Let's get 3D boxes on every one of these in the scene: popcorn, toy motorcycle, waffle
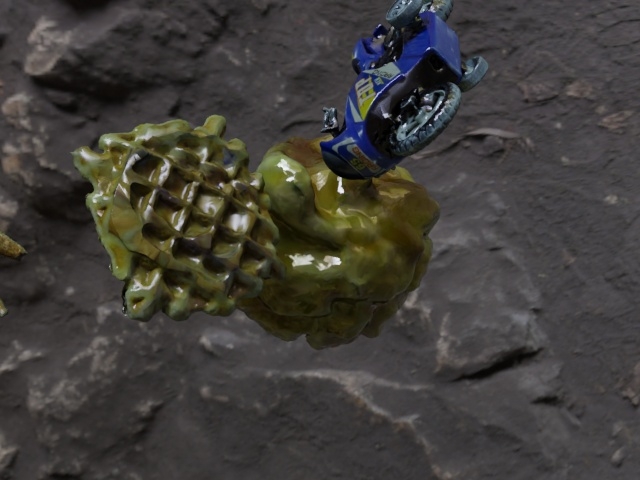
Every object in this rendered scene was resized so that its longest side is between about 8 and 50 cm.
[{"bbox_3d":[-0.006,0.003,1.199,0.274,0.336,0.278,-13,99,54],"label":"popcorn"},{"bbox_3d":[0.075,-0.158,0.947,0.113,0.315,0.169,39,121,-21],"label":"toy motorcycle"},{"bbox_3d":[-0.133,-0.026,0.960,0.054,0.204,0.223,-31,78,51],"label":"waffle"}]

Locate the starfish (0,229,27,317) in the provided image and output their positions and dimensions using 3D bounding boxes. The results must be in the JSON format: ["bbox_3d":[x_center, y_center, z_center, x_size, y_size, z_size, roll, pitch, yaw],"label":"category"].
[{"bbox_3d":[-0.340,-0.004,0.706,0.224,0.050,0.216,25,108,-12],"label":"starfish"}]
